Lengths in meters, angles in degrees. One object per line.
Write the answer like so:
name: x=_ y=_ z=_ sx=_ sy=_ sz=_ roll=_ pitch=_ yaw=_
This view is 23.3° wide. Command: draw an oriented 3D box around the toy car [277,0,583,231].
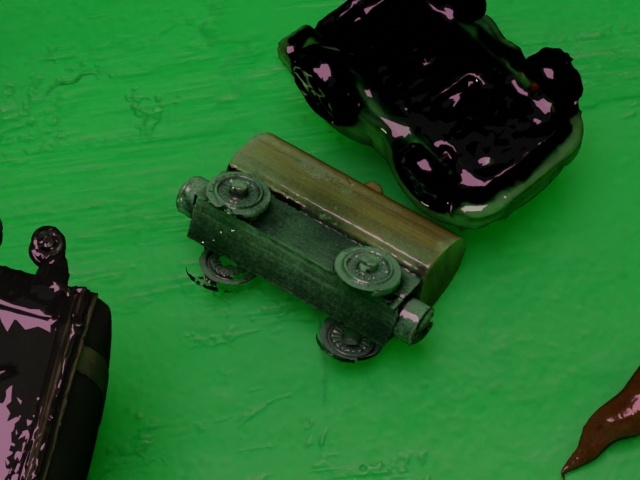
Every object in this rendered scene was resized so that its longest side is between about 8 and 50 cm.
toy car: x=0.108 y=-0.164 z=1.651 sx=0.213 sy=0.176 sz=0.358 roll=-39 pitch=68 yaw=-13

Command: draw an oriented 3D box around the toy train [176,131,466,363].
toy train: x=0.000 y=0.005 z=1.615 sx=0.307 sy=0.126 sz=0.189 roll=29 pitch=37 yaw=20

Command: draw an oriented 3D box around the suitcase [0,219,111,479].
suitcase: x=-0.318 y=0.223 z=1.432 sx=0.194 sy=0.283 sz=0.433 roll=16 pitch=63 yaw=-6

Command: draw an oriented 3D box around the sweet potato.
sweet potato: x=0.303 y=0.167 z=1.517 sx=0.195 sy=0.056 sz=0.056 roll=-40 pitch=65 yaw=-8
